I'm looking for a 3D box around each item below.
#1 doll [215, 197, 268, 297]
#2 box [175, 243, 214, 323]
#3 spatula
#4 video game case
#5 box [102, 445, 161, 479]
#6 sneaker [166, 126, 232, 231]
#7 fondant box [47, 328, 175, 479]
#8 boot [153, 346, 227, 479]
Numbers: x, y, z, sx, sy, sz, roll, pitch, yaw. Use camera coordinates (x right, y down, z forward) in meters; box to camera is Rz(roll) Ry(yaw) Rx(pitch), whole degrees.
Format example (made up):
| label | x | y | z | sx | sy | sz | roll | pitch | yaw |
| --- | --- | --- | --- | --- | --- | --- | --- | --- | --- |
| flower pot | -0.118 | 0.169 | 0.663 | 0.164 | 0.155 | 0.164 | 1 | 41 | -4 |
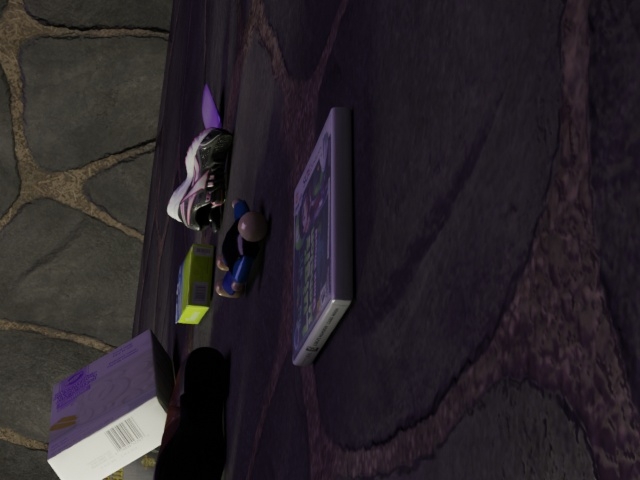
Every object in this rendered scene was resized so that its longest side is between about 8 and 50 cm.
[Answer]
| label | x | y | z | sx | sy | sz | roll | pitch | yaw |
| --- | --- | --- | --- | --- | --- | --- | --- | --- | --- |
| doll | -0.102 | 0.008 | 1.629 | 0.189 | 0.046 | 0.129 | 122 | 150 | -66 |
| box | -0.212 | 0.077 | 2.149 | 0.178 | 0.042 | 0.109 | 134 | 141 | -72 |
| spatula | -0.181 | -0.130 | 2.118 | 0.084 | 0.030 | 0.296 | 108 | 163 | -50 |
| video game case | 0.000 | 0.000 | 1.187 | 0.173 | 0.022 | 0.190 | 117 | 155 | -62 |
| box | -0.407 | 0.482 | 2.577 | 0.231 | 0.183 | 0.056 | -96 | 14 | -45 |
| sneaker | -0.172 | -0.092 | 2.005 | 0.077 | 0.072 | 0.178 | 41 | 123 | 30 |
| fondant box | -0.401 | 0.325 | 2.480 | 0.096 | 0.238 | 0.330 | 59 | -179 | -20 |
| boot | -0.204 | 0.306 | 1.876 | 0.280 | 0.096 | 0.264 | 122 | 151 | -68 |
